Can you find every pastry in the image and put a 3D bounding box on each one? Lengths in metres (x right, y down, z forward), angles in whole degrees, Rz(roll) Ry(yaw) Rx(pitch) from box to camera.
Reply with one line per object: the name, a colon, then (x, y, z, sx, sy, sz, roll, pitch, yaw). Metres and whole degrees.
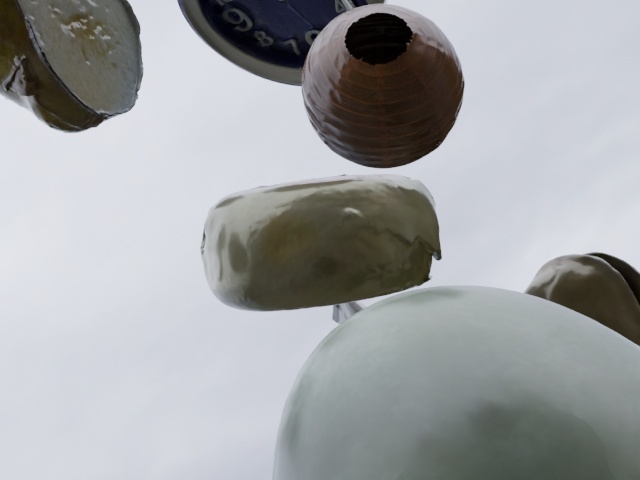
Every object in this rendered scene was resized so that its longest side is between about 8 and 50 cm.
pastry: (-0.002, 0.000, 1.370, 0.265, 0.133, 0.265, -8, 0, 0)

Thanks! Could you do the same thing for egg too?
egg: (0.121, 0.178, 0.709, 0.258, 0.352, 0.258, -26, -31, -17)

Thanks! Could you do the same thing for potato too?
potato: (-0.394, -0.275, 1.749, 0.196, 0.299, 0.246, -25, 3, 33)

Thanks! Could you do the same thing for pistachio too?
pistachio: (0.290, 0.157, 1.387, 0.197, 0.288, 0.166, 9, 11, 27)

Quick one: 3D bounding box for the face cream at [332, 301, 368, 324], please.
face cream: (0.105, 0.156, 1.748, 0.058, 0.244, 0.092, -39, -27, -25)

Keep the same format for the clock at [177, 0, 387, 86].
clock: (-0.042, -0.273, 1.407, 0.230, 0.230, 0.083, 107, -174, -61)

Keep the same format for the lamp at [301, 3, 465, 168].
lamp: (0.050, -0.125, 1.041, 0.136, 0.136, 0.136, -26, -21, -11)
